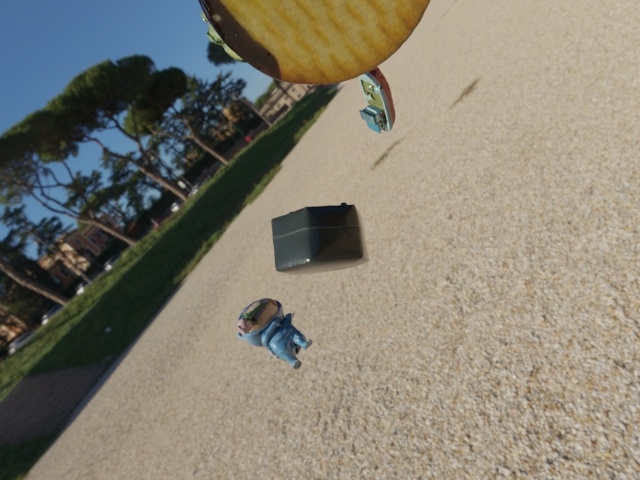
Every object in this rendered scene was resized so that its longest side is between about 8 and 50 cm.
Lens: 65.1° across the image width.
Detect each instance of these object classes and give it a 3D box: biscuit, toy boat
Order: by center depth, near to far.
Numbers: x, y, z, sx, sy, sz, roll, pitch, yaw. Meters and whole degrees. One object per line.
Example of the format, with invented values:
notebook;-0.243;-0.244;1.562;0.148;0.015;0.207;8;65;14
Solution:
biscuit;-0.010;-0.349;0.617;0.318;0.318;0.040;-40;27;28
toy boat;0.115;-0.301;1.077;0.058;0.173;0.069;-40;51;-12

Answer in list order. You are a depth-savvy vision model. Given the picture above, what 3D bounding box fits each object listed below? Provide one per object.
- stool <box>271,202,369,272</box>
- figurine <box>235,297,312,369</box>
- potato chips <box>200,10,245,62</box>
stool;0.000;0.000;1.173;0.232;0.141;0.232;-7;-8;-1
figurine;-0.099;0.174;1.009;0.178;0.144;0.114;30;72;34
potato chips;-0.277;-0.659;1.256;0.097;0.389;0.373;-32;-33;-10
